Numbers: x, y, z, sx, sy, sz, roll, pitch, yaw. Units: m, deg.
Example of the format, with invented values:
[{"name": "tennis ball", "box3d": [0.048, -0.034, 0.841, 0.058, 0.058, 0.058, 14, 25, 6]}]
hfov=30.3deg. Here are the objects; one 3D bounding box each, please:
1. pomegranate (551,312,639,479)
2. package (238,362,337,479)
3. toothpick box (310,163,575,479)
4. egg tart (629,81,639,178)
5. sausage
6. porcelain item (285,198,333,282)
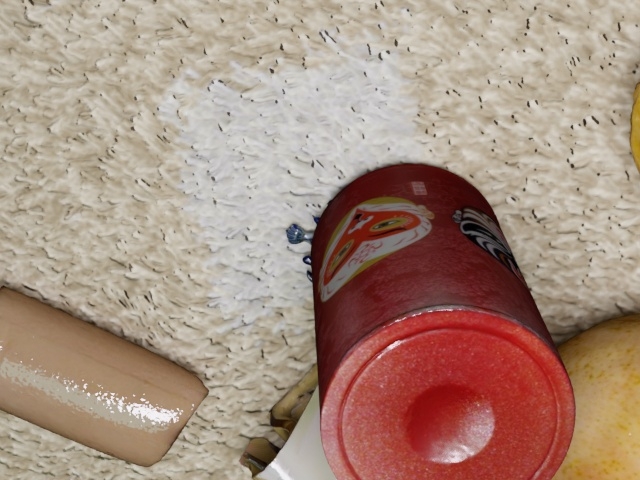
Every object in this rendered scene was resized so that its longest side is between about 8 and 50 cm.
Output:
[{"name": "pomegranate", "box3d": [0.321, 0.207, 1.132, 0.319, 0.319, 0.319, 2, 110, 6]}, {"name": "package", "box3d": [0.066, 0.291, 1.249, 0.311, 0.221, 0.165, 39, 130, -7]}, {"name": "toothpick box", "box3d": [0.094, 0.078, 1.061, 0.204, 0.333, 0.204, 0, 112, -1]}, {"name": "egg tart", "box3d": [0.446, -0.115, 1.070, 0.341, 0.129, 0.341, 3, 109, 8]}, {"name": "sausage", "box3d": [-0.252, 0.152, 1.256, 0.252, 0.123, 0.123, 25, 111, -1]}, {"name": "porcelain item", "box3d": [0.000, 0.000, 1.223, 0.075, 0.021, 0.136, 15, 111, 1]}]
